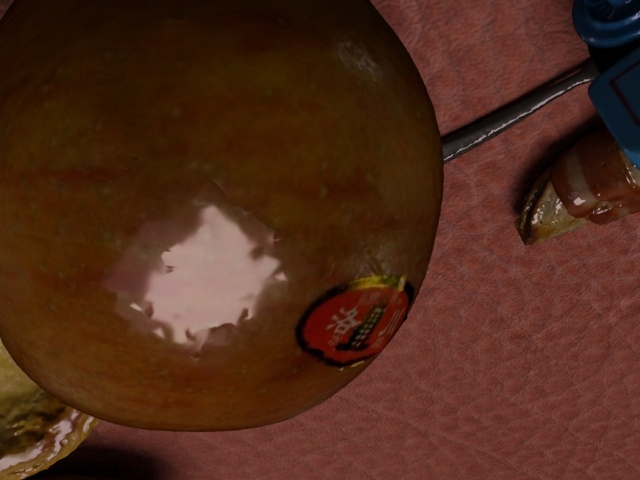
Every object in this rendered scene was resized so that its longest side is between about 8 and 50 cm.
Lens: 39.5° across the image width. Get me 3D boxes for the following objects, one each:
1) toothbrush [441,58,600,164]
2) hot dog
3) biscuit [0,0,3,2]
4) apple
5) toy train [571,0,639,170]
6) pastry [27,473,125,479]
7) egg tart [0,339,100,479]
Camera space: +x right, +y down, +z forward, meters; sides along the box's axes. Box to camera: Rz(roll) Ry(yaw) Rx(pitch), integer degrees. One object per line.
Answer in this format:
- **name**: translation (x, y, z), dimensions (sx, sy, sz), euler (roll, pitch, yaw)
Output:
- **toothbrush**: translation (0.190, -0.124, 0.968), dimensions (0.297, 0.030, 0.030), euler (-27, 149, 15)
- **hot dog**: translation (0.326, -0.076, 1.015), dimensions (0.261, 0.093, 0.123), euler (-22, 151, 35)
- **biscuit**: translation (-0.354, -0.242, 0.640), dimensions (0.376, 0.051, 0.269), euler (-39, 122, 22)
- **apple**: translation (-0.104, -0.045, 0.696), dimensions (0.333, 0.400, 0.400), euler (1, 140, -36)
- **toy train**: translation (0.390, -0.182, 0.770), dimensions (0.300, 0.265, 0.188), euler (-36, 135, 24)
- **pastry**: translation (-0.376, 0.524, 1.327), dimensions (0.388, 0.389, 0.313), euler (-23, 123, 11)
- **egg tart**: translation (-0.361, 0.116, 0.973), dimensions (0.294, 0.294, 0.123), euler (1, -178, -16)
